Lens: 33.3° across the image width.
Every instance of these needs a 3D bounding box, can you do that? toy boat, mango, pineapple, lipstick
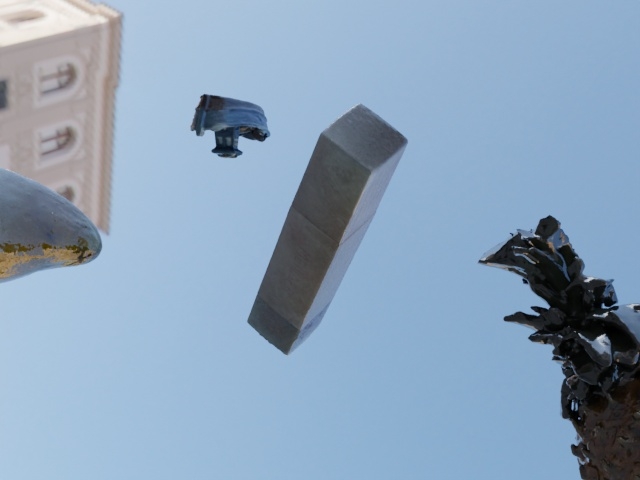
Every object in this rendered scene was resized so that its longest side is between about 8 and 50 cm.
[{"bbox_3d":[-0.097,-0.118,1.139,0.060,0.137,0.061,2,-91,20],"label":"toy boat"},{"bbox_3d":[-0.452,-0.022,1.452,0.146,0.316,0.193,-62,-143,37],"label":"mango"},{"bbox_3d":[0.250,0.120,0.925,0.141,0.170,0.310,-35,-106,13],"label":"pineapple"},{"bbox_3d":[0.000,0.000,1.253,0.076,0.080,0.371,39,-38,12],"label":"lipstick"}]
